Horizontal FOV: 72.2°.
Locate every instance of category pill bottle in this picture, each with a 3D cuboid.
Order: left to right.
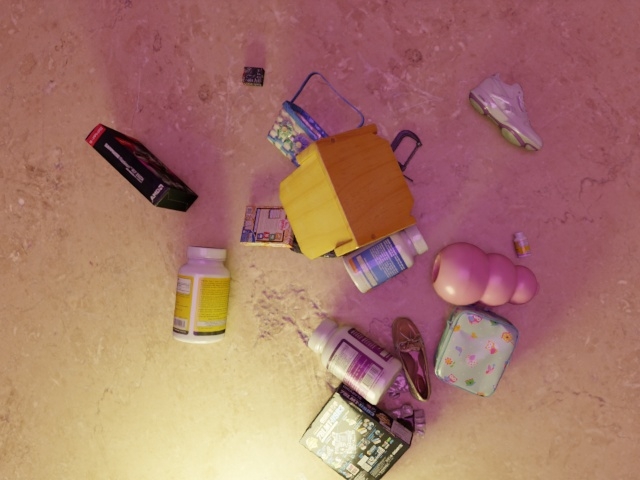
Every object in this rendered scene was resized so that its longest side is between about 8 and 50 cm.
[{"bbox_3d":[-0.427,0.191,1.598,0.187,0.188,0.334,6,89,10],"label":"pill bottle"},{"bbox_3d":[0.111,0.399,1.495,0.301,0.169,0.169,33,94,23],"label":"pill bottle"},{"bbox_3d":[0.226,0.053,1.505,0.272,0.152,0.152,-30,83,8],"label":"pill bottle"},{"bbox_3d":[0.678,0.014,1.480,0.043,0.043,0.083,-14,85,9],"label":"pill bottle"}]

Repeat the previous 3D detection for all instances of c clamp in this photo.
[{"bbox_3d":[0.307,-0.309,1.570,0.137,0.022,0.161,29,95,15],"label":"c clamp"}]

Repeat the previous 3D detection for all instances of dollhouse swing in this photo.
[{"bbox_3d":[0.074,-0.138,1.469,0.315,0.305,0.347,-22,86,-21],"label":"dollhouse swing"}]

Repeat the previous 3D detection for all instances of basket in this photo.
[{"bbox_3d":[-0.022,-0.400,1.538,0.255,0.201,0.289,45,104,8],"label":"basket"}]

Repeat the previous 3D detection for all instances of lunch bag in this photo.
[{"bbox_3d":[0.504,0.353,1.451,0.224,0.108,0.279,20,102,10],"label":"lunch bag"}]

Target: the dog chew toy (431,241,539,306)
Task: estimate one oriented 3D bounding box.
[{"bbox_3d":[0.540,0.124,1.429,0.331,0.206,0.207,11,90,3],"label":"dog chew toy"}]

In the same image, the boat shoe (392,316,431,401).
[{"bbox_3d":[0.319,0.399,1.492,0.104,0.089,0.285,-17,76,0],"label":"boat shoe"}]

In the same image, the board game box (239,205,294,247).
[{"bbox_3d":[-0.189,-0.052,1.605,0.193,0.045,0.147,3,74,18],"label":"board game box"}]

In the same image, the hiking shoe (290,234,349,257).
[{"bbox_3d":[0.000,0.000,1.579,0.226,0.086,0.114,6,93,11],"label":"hiking shoe"}]

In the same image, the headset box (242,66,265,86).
[{"bbox_3d":[-0.259,-0.625,1.672,0.083,0.032,0.062,7,89,11],"label":"headset box"}]

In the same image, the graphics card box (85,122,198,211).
[{"bbox_3d":[-0.654,-0.262,1.630,0.371,0.233,0.094,43,95,9],"label":"graphics card box"}]

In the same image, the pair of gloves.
[{"bbox_3d":[0.273,0.561,1.536,0.204,0.042,0.240,4,88,10],"label":"pair of gloves"}]

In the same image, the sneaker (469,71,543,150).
[{"bbox_3d":[0.647,-0.433,1.463,0.152,0.114,0.305,-42,82,7],"label":"sneaker"}]

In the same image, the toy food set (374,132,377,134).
[{"bbox_3d":[0.182,-0.268,1.539,0.104,0.111,0.232,-27,97,-4],"label":"toy food set"}]

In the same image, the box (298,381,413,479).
[{"bbox_3d":[0.114,0.677,1.498,0.293,0.073,0.296,34,115,10],"label":"box"}]

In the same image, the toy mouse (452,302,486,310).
[{"bbox_3d":[0.520,0.245,1.506,0.143,0.031,0.161,-19,85,9],"label":"toy mouse"}]
